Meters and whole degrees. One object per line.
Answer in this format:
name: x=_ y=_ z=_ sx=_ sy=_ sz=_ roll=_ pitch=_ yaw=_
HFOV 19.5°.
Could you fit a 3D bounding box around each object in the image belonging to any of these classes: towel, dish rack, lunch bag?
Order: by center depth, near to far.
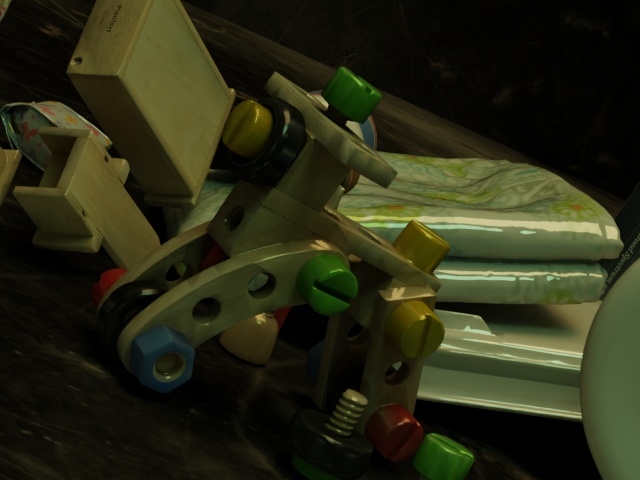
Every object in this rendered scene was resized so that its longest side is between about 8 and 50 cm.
dish rack: x=0.208 y=0.087 z=1.593 sx=0.333 sy=0.072 sz=0.285 roll=7 pitch=12 yaw=1
towel: x=0.049 y=-0.023 z=1.638 sx=0.374 sy=0.090 sz=0.320 roll=2 pitch=11 yaw=-8
lunch bag: x=-0.239 y=-0.092 z=1.657 sx=0.083 sy=0.053 sz=0.071 roll=39 pitch=14 yaw=10

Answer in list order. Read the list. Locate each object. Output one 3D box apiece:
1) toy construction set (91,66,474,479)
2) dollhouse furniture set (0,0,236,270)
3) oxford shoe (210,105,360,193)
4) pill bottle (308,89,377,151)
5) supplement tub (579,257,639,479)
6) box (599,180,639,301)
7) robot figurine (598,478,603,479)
toy construction set: x=0.000 y=0.000 z=1.287 sx=0.257 sy=0.237 sz=0.309 roll=26 pitch=9 yaw=-10
dollhouse furniture set: x=-0.274 y=-0.116 z=1.511 sx=0.355 sy=0.303 sz=0.174 roll=4 pitch=-31 yaw=24
oxford shoe: x=-0.019 y=-0.076 z=1.523 sx=0.076 sy=0.076 sz=0.212 roll=3 pitch=11 yaw=-32
pill bottle: x=-0.006 y=-0.109 z=2.145 sx=0.124 sy=0.124 sz=0.221 roll=28 pitch=9 yaw=3
supplement tub: x=0.354 y=0.080 z=1.322 sx=0.241 sy=0.241 sz=0.331 roll=32 pitch=27 yaw=24
box: x=0.424 y=0.067 z=1.811 sx=0.294 sy=0.296 sz=0.183 roll=40 pitch=17 yaw=29
robot figurine: x=0.225 y=0.208 z=1.322 sx=0.115 sy=0.067 sz=0.101 roll=22 pitch=21 yaw=-26
